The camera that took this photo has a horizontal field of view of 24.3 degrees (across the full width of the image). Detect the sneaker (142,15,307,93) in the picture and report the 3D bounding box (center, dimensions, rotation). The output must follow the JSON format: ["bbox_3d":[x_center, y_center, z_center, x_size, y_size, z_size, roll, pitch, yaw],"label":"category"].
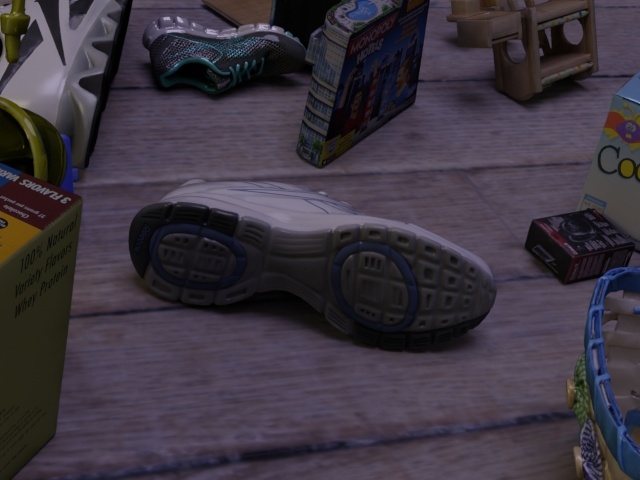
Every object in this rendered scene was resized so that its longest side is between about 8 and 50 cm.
[{"bbox_3d":[-0.095,-0.175,1.491,0.167,0.065,0.076,1,51,-11],"label":"sneaker"}]

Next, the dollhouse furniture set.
[{"bbox_3d":[0.183,-0.208,1.621,0.182,0.101,0.161,-21,21,-40],"label":"dollhouse furniture set"}]

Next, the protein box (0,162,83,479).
[{"bbox_3d":[-0.265,0.073,0.923,0.136,0.201,0.200,22,35,14],"label":"protein box"}]

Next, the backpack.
[{"bbox_3d":[0.000,-0.238,1.550,0.105,0.114,0.084,14,33,-3],"label":"backpack"}]

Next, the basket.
[{"bbox_3d":[0.277,0.096,0.987,0.201,0.289,0.254,15,30,-5],"label":"basket"}]

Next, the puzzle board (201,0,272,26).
[{"bbox_3d":[-0.054,-0.257,1.656,0.128,0.011,0.096,-20,44,-40],"label":"puzzle board"}]

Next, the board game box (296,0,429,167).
[{"bbox_3d":[0.044,-0.195,1.429,0.060,0.194,0.194,27,35,20],"label":"board game box"}]

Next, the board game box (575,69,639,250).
[{"bbox_3d":[0.376,-0.101,1.446,0.144,0.142,0.275,27,36,20],"label":"board game box"}]

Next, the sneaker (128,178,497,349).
[{"bbox_3d":[0.000,0.000,1.211,0.297,0.111,0.129,15,28,1],"label":"sneaker"}]

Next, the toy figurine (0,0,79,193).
[{"bbox_3d":[-0.254,-0.082,1.140,0.363,0.191,0.217,-5,-8,40],"label":"toy figurine"}]

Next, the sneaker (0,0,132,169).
[{"bbox_3d":[-0.256,-0.197,1.399,0.146,0.122,0.330,12,33,-4],"label":"sneaker"}]

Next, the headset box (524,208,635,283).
[{"bbox_3d":[0.231,0.005,1.341,0.083,0.032,0.062,-11,40,-30],"label":"headset box"}]
